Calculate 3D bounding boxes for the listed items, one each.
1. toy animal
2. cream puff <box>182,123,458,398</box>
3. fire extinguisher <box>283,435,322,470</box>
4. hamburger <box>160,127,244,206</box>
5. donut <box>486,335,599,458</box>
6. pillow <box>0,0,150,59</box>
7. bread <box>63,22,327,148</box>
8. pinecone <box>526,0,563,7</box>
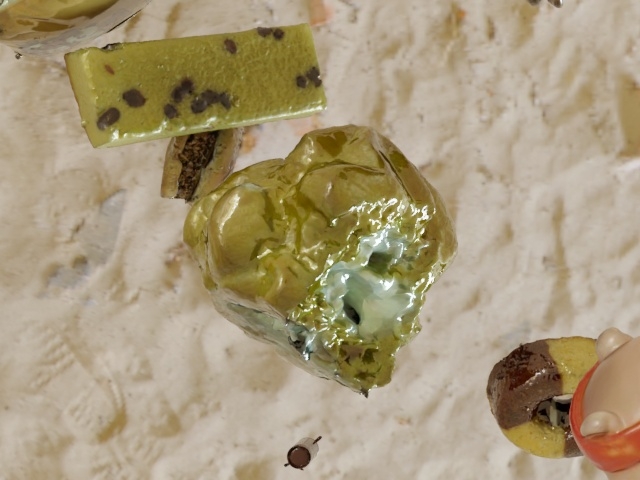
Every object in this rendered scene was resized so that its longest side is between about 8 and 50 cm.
[{"bbox_3d":[0.314,0.164,0.945,0.171,0.197,0.171,19,90,-76],"label":"toy animal"},{"bbox_3d":[-0.001,0.003,1.284,0.270,0.274,0.323,-56,142,-19],"label":"cream puff"},{"bbox_3d":[-0.025,0.331,1.719,0.056,0.132,0.039,-41,83,2],"label":"fire extinguisher"},{"bbox_3d":[-0.182,-0.132,1.725,0.113,0.185,0.177,9,65,-5],"label":"hamburger"},{"bbox_3d":[0.298,0.202,1.370,0.184,0.073,0.166,-2,116,10],"label":"donut"},{"bbox_3d":[-0.333,-0.355,1.556,0.312,0.310,0.119,-32,92,-1],"label":"pillow"},{"bbox_3d":[-0.167,-0.221,1.556,0.361,0.077,0.138,-13,94,-28],"label":"bread"},{"bbox_3d":[0.241,-0.388,1.155,0.309,0.244,0.244,-42,120,9],"label":"pinecone"}]
